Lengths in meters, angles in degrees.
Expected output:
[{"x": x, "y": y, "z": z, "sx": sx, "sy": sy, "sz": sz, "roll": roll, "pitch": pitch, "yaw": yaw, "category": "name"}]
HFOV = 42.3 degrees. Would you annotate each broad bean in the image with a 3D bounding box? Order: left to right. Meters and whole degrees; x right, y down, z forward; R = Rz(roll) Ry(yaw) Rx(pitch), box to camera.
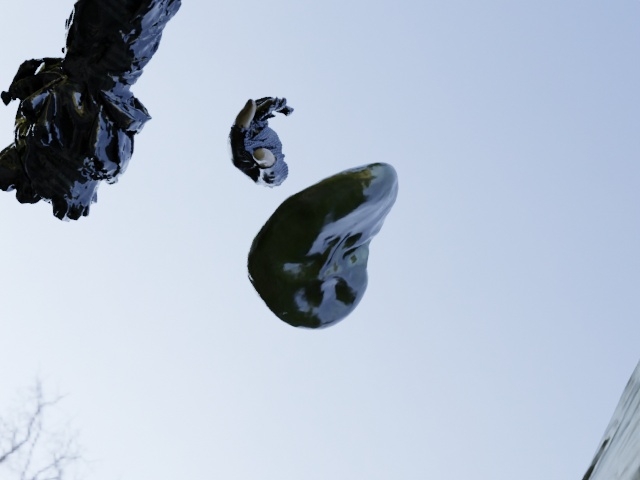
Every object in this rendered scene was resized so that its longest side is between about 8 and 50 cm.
[{"x": 0.002, "y": 0.002, "z": 0.797, "sx": 0.072, "sy": 0.153, "sz": 0.207, "roll": 49, "pitch": -35, "yaw": 32, "category": "broad bean"}]

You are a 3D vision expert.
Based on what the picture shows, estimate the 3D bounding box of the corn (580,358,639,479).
[{"x": 0.145, "y": 0.137, "z": 0.338, "sx": 0.123, "sy": 0.122, "sz": 0.305, "roll": 44, "pitch": -59, "yaw": 41, "category": "corn"}]

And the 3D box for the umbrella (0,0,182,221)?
[{"x": -0.211, "y": -0.173, "z": 0.806, "sx": 0.336, "sy": 0.128, "sz": 0.154, "roll": -53, "pitch": -123, "yaw": 21, "category": "umbrella"}]

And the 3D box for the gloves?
[{"x": -0.106, "y": -0.168, "z": 1.298, "sx": 0.106, "sy": 0.181, "sz": 0.129, "roll": 12, "pitch": -115, "yaw": 18, "category": "gloves"}]
